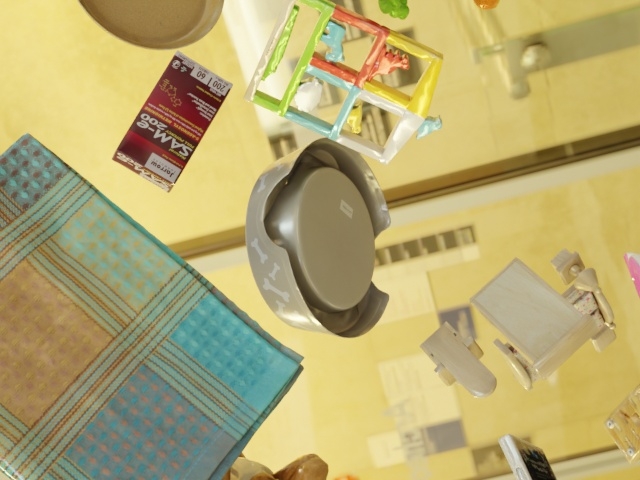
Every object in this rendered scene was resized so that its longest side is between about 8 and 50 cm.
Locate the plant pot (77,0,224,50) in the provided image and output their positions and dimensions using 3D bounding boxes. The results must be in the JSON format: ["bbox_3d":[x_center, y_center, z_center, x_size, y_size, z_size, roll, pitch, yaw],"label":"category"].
[{"bbox_3d":[-0.252,-0.376,1.440,0.032,0.236,0.236,-31,69,58],"label":"plant pot"}]

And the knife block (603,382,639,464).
[{"bbox_3d":[0.678,0.277,1.816,0.088,0.242,0.276,60,137,36],"label":"knife block"}]

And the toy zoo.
[{"bbox_3d":[0.053,-0.238,1.518,0.030,0.293,0.192,-80,15,-61],"label":"toy zoo"}]

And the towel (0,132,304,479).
[{"bbox_3d":[-0.221,0.098,0.942,0.370,0.271,0.040,41,147,-4],"label":"towel"}]

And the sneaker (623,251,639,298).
[{"bbox_3d":[0.400,0.066,1.049,0.252,0.111,0.103,35,-143,-60],"label":"sneaker"}]

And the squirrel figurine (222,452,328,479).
[{"bbox_3d":[-0.244,0.464,1.565,0.370,0.281,0.397,18,-95,-42],"label":"squirrel figurine"}]

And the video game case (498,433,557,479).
[{"bbox_3d":[0.309,0.355,1.367,0.190,0.022,0.173,34,-150,-59],"label":"video game case"}]

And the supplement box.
[{"bbox_3d":[-0.282,-0.228,1.926,0.239,0.130,0.073,-63,10,-18],"label":"supplement box"}]

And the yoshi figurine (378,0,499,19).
[{"bbox_3d":[0.127,-0.462,1.542,0.203,0.362,0.204,153,128,-77],"label":"yoshi figurine"}]

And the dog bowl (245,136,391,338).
[{"bbox_3d":[0.000,0.000,1.750,0.348,0.102,0.349,19,-113,-54],"label":"dog bowl"}]

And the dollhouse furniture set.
[{"bbox_3d":[0.378,0.208,1.656,0.174,0.303,0.355,47,178,43],"label":"dollhouse furniture set"}]
